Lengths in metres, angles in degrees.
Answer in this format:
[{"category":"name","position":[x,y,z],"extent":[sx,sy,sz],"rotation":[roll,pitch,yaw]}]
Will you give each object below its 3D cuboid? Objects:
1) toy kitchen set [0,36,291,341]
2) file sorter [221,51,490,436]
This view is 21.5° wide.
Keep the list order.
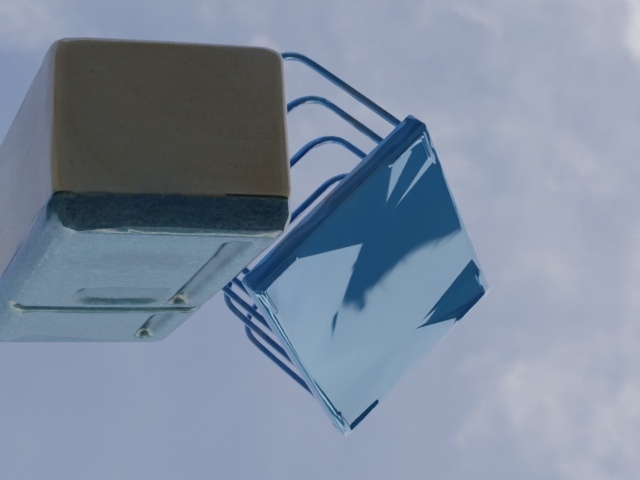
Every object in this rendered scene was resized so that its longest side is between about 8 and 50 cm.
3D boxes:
[{"category":"toy kitchen set","position":[-0.119,0.049,0.373],"extent":[0.207,0.122,0.166],"rotation":[1,-104,-18]},{"category":"file sorter","position":[0.000,0.000,0.902],"extent":[0.118,0.104,0.170],"rotation":[-44,-34,-11]}]
